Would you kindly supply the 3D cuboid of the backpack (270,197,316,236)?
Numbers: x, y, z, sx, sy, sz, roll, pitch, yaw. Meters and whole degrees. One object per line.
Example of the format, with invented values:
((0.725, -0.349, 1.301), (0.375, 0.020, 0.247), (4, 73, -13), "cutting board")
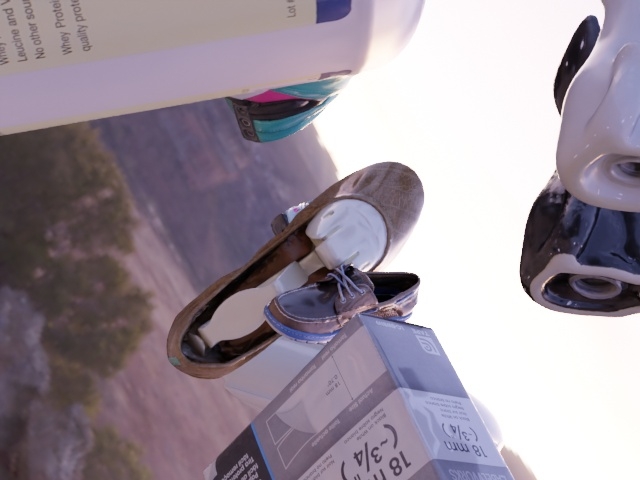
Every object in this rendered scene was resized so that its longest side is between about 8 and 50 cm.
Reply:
((0.000, 0.000, 1.830), (0.152, 0.115, 0.182), (62, -2, 16), "backpack")

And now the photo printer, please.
((0.066, 0.205, 1.518), (0.307, 0.107, 0.256), (12, -14, 33), "photo printer")

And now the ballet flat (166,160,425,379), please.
((-0.026, 0.036, 1.327), (0.116, 0.342, 0.124), (56, 2, -1), "ballet flat")

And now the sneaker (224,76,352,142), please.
((-0.104, -0.175, 1.201), (0.178, 0.295, 0.124), (94, 0, -71), "sneaker")

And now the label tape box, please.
((0.055, 0.264, 1.034), (0.106, 0.240, 0.334), (16, 36, -43), "label tape box")

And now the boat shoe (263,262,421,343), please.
((0.025, 0.056, 1.251), (0.066, 0.183, 0.066), (51, -49, 33), "boat shoe")

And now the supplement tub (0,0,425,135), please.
((-0.134, -0.164, 0.524), (0.235, 0.325, 0.235), (170, -90, -84), "supplement tub")

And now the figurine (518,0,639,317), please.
((0.185, -0.091, 0.785), (0.215, 0.092, 0.209), (91, 5, -59), "figurine")
